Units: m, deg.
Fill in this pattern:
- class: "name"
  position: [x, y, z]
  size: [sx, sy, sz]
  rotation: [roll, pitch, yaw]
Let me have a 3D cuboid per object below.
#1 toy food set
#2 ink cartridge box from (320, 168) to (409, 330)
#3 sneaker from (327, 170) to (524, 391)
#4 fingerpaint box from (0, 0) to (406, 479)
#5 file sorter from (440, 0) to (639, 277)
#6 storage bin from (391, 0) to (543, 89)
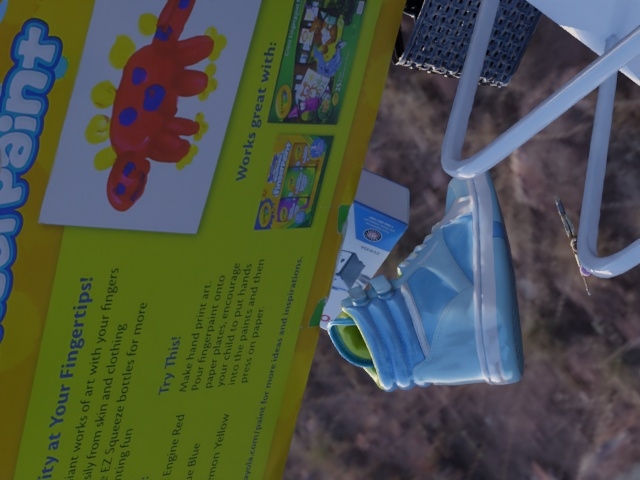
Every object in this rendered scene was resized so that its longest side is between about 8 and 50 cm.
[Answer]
- class: "toy food set"
  position: [0.326, 0.006, 1.810]
  size: [0.078, 0.019, 0.122]
  rotation: [-97, -15, -54]
- class: "ink cartridge box"
  position: [0.000, 0.000, 1.690]
  size: [0.140, 0.082, 0.190]
  rotation: [22, 126, -14]
- class: "sneaker"
  position: [0.110, 0.039, 1.602]
  size: [0.319, 0.208, 0.127]
  rotation: [-87, -18, -51]
- class: "fingerpaint box"
  position: [-0.166, -0.005, 0.913]
  size: [0.163, 0.371, 0.444]
  rotation: [27, 111, 40]
- class: "file sorter"
  position: [0.210, -0.046, 0.544]
  size: [0.278, 0.173, 0.193]
  rotation: [34, 137, -16]
- class: "storage bin"
  position: [0.113, -0.210, 0.992]
  size: [0.122, 0.084, 0.180]
  rotation: [-95, 20, -49]
